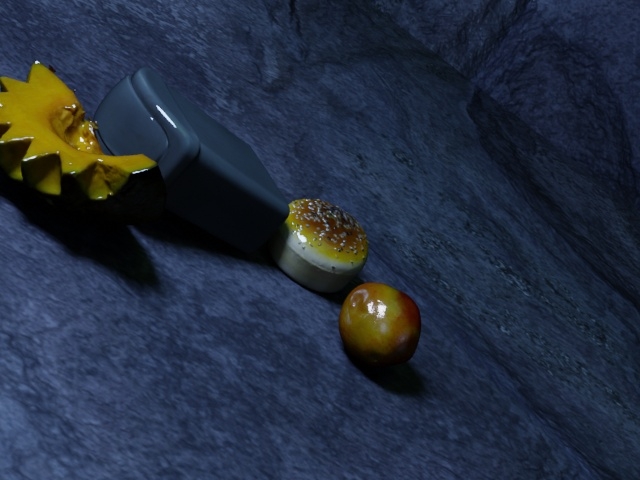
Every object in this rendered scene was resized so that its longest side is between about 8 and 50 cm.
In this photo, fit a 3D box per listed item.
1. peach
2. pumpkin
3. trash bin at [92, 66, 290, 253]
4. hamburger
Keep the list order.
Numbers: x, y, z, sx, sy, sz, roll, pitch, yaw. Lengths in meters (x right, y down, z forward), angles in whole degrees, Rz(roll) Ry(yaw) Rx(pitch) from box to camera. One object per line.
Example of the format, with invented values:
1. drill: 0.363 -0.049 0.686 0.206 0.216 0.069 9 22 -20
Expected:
1. peach: 0.067 0.101 1.643 0.101 0.101 0.101 29 22 -13
2. pumpkin: -0.281 -0.069 1.531 0.130 0.149 0.254 -30 49 -26
3. trash bin: -0.159 -0.098 1.674 0.236 0.101 0.177 33 15 -42
4. hamburger: 0.000 0.000 1.767 0.126 0.081 0.141 35 23 3
